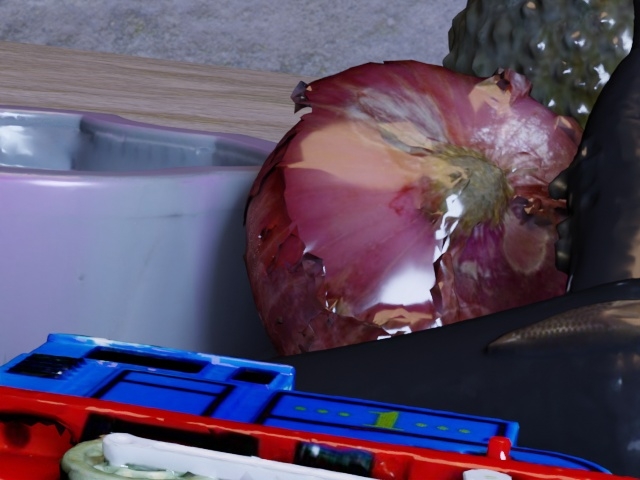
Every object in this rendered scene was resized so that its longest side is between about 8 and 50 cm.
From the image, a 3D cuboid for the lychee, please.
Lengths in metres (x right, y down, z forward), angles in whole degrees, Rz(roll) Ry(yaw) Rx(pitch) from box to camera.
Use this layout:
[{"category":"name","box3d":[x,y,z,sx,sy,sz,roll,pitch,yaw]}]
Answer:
[{"category":"lychee","box3d":[0.205,-0.099,1.265,0.255,0.274,0.255,-9,-20,-3]}]

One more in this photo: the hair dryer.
[{"category":"hair dryer","box3d":[0.077,-0.004,0.729,0.303,0.120,0.359,-2,38,15]}]

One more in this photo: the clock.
[{"category":"clock","box3d":[-0.167,-0.003,0.942,0.338,0.102,0.338,5,8,-1]}]

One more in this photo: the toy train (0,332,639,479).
[{"category":"toy train","box3d":[-0.003,0.084,0.543,0.204,0.083,0.131,8,9,9]}]

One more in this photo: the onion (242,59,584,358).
[{"category":"onion","box3d":[0.041,0.015,0.846,0.184,0.184,0.147,0,-31,-35]}]
